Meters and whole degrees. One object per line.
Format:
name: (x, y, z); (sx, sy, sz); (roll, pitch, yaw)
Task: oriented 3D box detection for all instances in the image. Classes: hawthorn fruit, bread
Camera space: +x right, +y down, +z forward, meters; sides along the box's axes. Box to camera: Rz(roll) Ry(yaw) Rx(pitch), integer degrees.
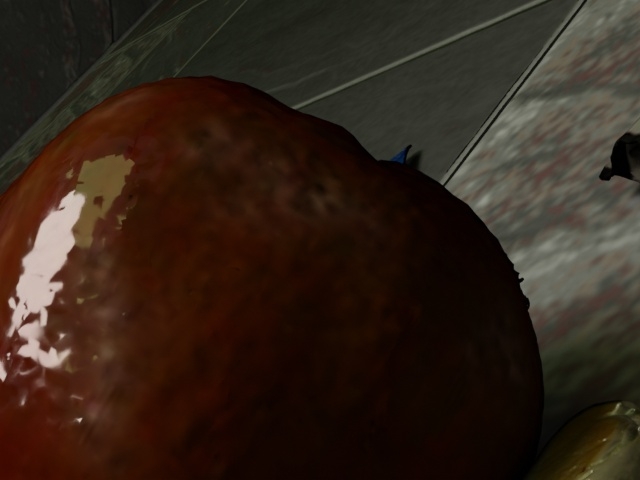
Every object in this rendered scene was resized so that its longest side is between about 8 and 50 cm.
hawthorn fruit: (-0.056, 0.076, 0.786); (0.311, 0.295, 0.295); (-36, 14, -18)
bread: (0.088, 0.149, 0.684); (0.073, 0.053, 0.214); (-18, 25, 47)

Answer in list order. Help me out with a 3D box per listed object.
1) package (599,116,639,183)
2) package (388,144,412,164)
package: (0.274, -0.099, 0.902); (0.204, 0.062, 0.251); (-46, 21, -12)
package: (0.000, 0.000, 1.313); (0.173, 0.027, 0.171); (-34, 14, 21)
